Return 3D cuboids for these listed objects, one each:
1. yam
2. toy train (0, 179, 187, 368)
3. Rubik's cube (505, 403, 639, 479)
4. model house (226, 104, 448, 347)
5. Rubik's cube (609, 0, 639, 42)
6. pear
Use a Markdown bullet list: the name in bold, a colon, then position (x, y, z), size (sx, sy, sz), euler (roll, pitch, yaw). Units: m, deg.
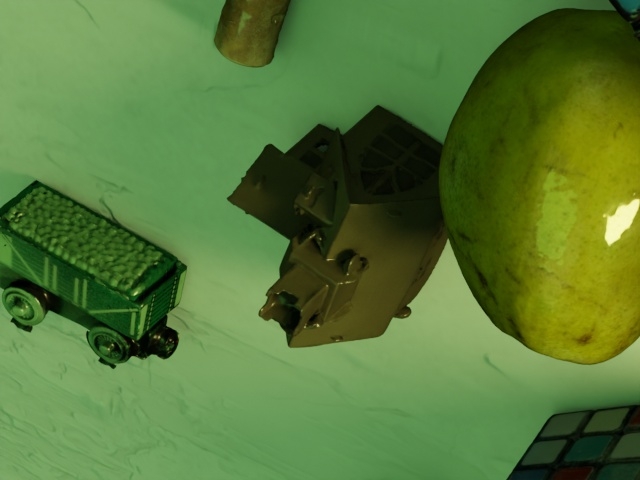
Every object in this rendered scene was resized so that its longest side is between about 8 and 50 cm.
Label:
- **yam**: position (-0.028, -0.309, 1.487), size (0.081, 0.081, 0.357), euler (34, 131, 11)
- **toy train**: position (-0.289, 0.053, 1.867), size (0.269, 0.115, 0.154), euler (28, 136, 17)
- **Rubik's cube**: position (0.344, 0.348, 1.519), size (0.293, 0.287, 0.292), euler (-14, 111, 39)
- **model house**: position (0.000, 0.000, 1.552), size (0.204, 0.243, 0.211), euler (32, 131, 12)
- **Rubik's cube**: position (0.394, -0.238, 1.113), size (0.288, 0.293, 0.283), euler (-33, 99, 41)
- **pear**: position (0.232, -0.052, 1.354), size (0.253, 0.253, 0.307), euler (18, 105, 24)
